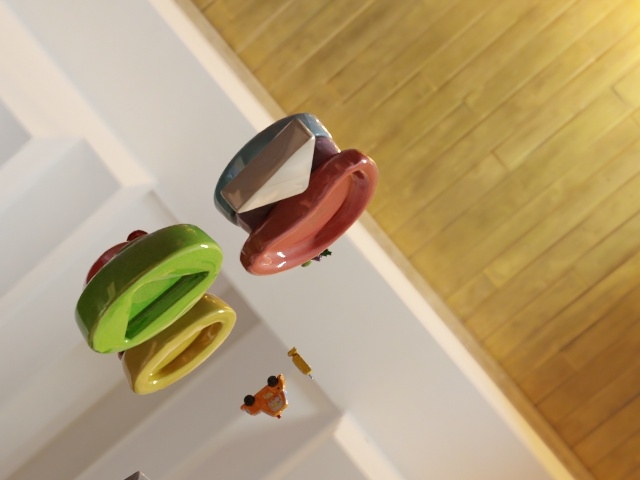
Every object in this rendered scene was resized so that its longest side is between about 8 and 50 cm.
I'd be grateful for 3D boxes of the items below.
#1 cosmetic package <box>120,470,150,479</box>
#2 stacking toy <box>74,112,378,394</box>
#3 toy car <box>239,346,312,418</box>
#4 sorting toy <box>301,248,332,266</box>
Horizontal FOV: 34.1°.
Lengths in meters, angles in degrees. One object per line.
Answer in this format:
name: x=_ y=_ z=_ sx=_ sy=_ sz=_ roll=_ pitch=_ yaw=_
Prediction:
cosmetic package: x=-0.217 y=0.389 z=1.144 sx=0.107 sy=0.127 sz=0.238 roll=-32 pitch=-156 yaw=23
stacking toy: x=-0.110 y=-0.019 z=0.928 sx=0.309 sy=0.130 sz=0.279 roll=-41 pitch=163 yaw=-1
toy car: x=-0.044 y=0.155 z=1.061 sx=0.060 sy=0.040 sz=0.122 roll=-35 pitch=170 yaw=-25
sorting toy: x=0.000 y=0.000 z=1.408 sx=0.061 sy=0.042 sz=0.102 roll=-70 pitch=171 yaw=-48
